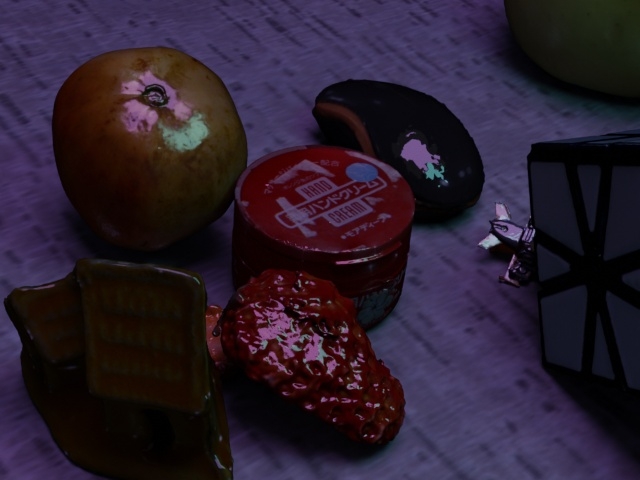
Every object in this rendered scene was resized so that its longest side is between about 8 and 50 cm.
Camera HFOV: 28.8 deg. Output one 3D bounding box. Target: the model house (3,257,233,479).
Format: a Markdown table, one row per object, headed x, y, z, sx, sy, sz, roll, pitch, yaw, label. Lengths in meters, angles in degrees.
| x | y | z | sx | sy | sz | roll | pitch | yaw | label |
| --- | --- | --- | --- | --- | --- | --- | --- | --- | --- |
| -0.210 | 0.110 | 1.266 | 0.268 | 0.239 | 0.173 | 7 | 47 | 8 | model house |

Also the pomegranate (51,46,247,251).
| x | y | z | sx | sy | sz | roll | pitch | yaw | label |
| --- | --- | --- | --- | --- | --- | --- | --- | --- | --- |
| -0.220 | -0.111 | 1.567 | 0.229 | 0.270 | 0.252 | -24 | 77 | -26 | pomegranate |

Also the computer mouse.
| x | y | z | sx | sy | sz | roll | pitch | yaw | label |
| --- | --- | --- | --- | --- | --- | --- | --- | --- | --- |
| 0.115 | -0.151 | 1.778 | 0.183 | 0.116 | 0.323 | -9 | 39 | -29 | computer mouse |

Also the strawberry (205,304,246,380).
| x | y | z | sx | sy | sz | roll | pitch | yaw | label |
| --- | --- | --- | --- | --- | --- | --- | --- | --- | --- |
| -0.129 | 0.121 | 1.431 | 0.152 | 0.048 | 0.104 | 13 | 43 | 14 | strawberry |

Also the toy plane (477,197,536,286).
| x | y | z | sx | sy | sz | roll | pitch | yaw | label |
| --- | --- | --- | --- | --- | --- | --- | --- | --- | --- |
| 0.304 | 0.015 | 1.638 | 0.188 | 0.062 | 0.135 | 23 | 68 | 13 | toy plane |

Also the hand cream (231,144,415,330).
| x | y | z | sx | sy | sz | roll | pitch | yaw | label |
| --- | --- | --- | --- | --- | --- | --- | --- | --- | --- |
| 0.000 | 0.000 | 1.531 | 0.230 | 0.149 | 0.230 | 5 | 40 | -4 | hand cream |

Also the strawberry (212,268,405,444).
| x | y | z | sx | sy | sz | roll | pitch | yaw | label |
| --- | --- | --- | --- | --- | --- | --- | --- | --- | --- |
| 0.009 | 0.113 | 1.360 | 0.236 | 0.111 | 0.190 | 36 | 17 | 7 | strawberry |

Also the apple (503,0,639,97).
| x | y | z | sx | sy | sz | roll | pitch | yaw | label |
| --- | --- | --- | --- | --- | --- | --- | --- | --- | --- |
| 0.519 | -0.462 | 2.017 | 0.474 | 0.473 | 0.473 | 5 | 37 | -4 | apple |

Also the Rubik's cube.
| x | y | z | sx | sy | sz | roll | pitch | yaw | label |
| --- | --- | --- | --- | --- | --- | --- | --- | --- | --- |
| 0.427 | 0.012 | 1.406 | 0.283 | 0.288 | 0.293 | -8 | 10 | -24 | Rubik's cube |

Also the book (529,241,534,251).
| x | y | z | sx | sy | sz | roll | pitch | yaw | label |
| --- | --- | --- | --- | --- | --- | --- | --- | --- | --- |
| 0.395 | 0.019 | 1.631 | 0.231 | 0.026 | 0.157 | -28 | 74 | -38 | book |
